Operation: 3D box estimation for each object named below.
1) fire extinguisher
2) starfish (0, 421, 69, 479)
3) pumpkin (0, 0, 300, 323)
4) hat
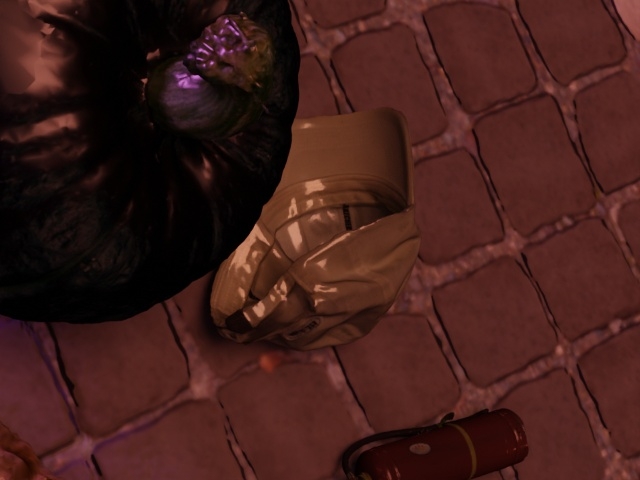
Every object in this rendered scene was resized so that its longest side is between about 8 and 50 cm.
[{"bbox_3d":[0.064,0.132,0.966,0.132,0.039,0.056,-12,50,-31],"label":"fire extinguisher"},{"bbox_3d":[-0.139,0.238,0.772,0.432,0.082,0.324,47,46,-10],"label":"starfish"},{"bbox_3d":[-0.104,-0.077,0.802,0.248,0.248,0.248,8,72,-28],"label":"pumpkin"},{"bbox_3d":[-0.001,-0.007,0.960,0.122,0.081,0.166,-6,58,8],"label":"hat"}]
